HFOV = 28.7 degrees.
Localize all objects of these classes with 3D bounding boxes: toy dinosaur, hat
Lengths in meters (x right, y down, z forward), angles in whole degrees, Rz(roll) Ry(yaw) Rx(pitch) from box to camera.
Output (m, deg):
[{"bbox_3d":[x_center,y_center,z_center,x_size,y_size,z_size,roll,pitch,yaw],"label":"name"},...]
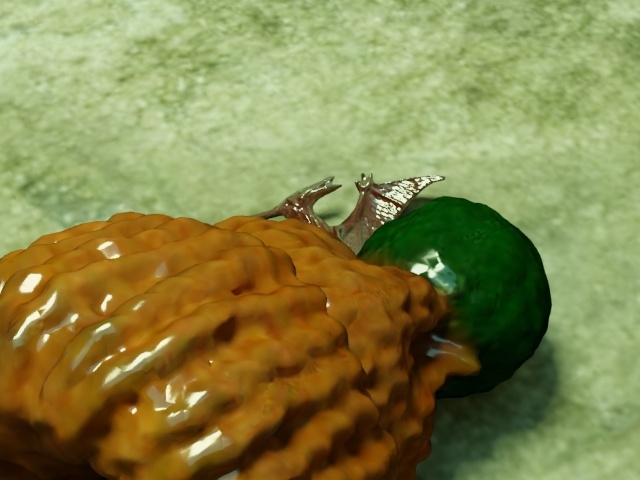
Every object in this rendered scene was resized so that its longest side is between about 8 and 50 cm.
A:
[{"bbox_3d":[0.000,0.001,0.924,0.220,0.032,0.108,-25,60,-15],"label":"toy dinosaur"},{"bbox_3d":[-0.036,0.059,0.747,0.285,0.285,0.400,30,48,21],"label":"hat"}]
